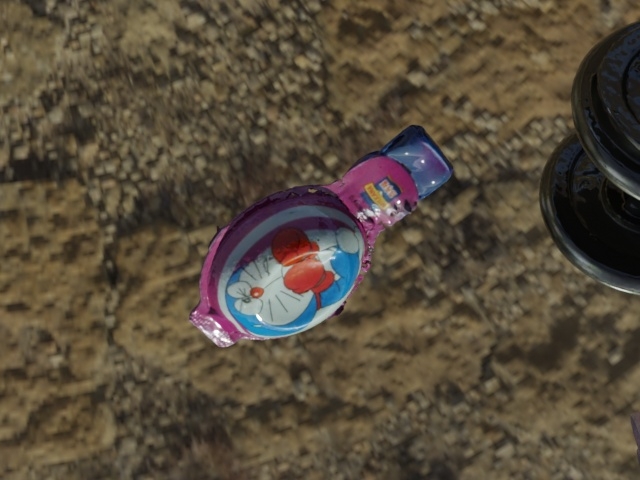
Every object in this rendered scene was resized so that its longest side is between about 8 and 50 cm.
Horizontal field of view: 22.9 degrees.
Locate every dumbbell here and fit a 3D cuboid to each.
[{"bbox_3d":[0.291,-0.070,1.337,0.192,0.192,0.290,-10,151,-9],"label":"dumbbell"}]

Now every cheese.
[{"bbox_3d":[0.000,0.000,0.761,0.145,0.038,0.095,-40,136,4],"label":"cheese"}]

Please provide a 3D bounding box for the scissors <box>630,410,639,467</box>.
[{"bbox_3d":[0.364,0.285,1.635,0.030,0.242,0.118,-15,126,5],"label":"scissors"}]
